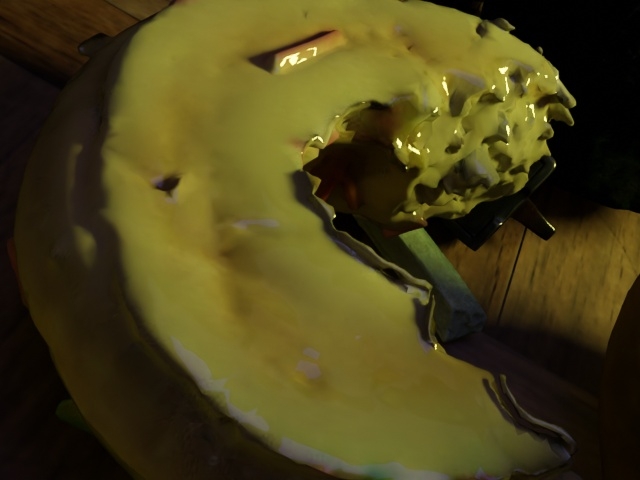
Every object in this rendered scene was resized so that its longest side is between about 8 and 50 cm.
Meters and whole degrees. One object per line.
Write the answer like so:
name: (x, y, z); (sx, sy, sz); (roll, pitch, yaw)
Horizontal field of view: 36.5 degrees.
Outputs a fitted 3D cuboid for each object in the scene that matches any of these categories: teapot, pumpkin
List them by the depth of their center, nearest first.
teapot: (0.106, -0.063, 0.725); (0.177, 0.087, 0.096); (44, 11, 11)
pumpkin: (0.281, -0.147, 0.792); (0.315, 0.238, 0.315); (2, 47, -3)

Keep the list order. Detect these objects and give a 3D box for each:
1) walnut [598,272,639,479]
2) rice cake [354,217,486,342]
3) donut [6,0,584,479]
walnut: (0.350, 0.132, 0.520); (0.384, 0.383, 0.383); (15, 46, -16)
rice cake: (0.056, -0.002, 0.679); (0.033, 0.029, 0.170); (-12, 59, -43)
donut: (-0.008, 0.004, 0.535); (0.307, 0.150, 0.371); (14, 49, -7)
